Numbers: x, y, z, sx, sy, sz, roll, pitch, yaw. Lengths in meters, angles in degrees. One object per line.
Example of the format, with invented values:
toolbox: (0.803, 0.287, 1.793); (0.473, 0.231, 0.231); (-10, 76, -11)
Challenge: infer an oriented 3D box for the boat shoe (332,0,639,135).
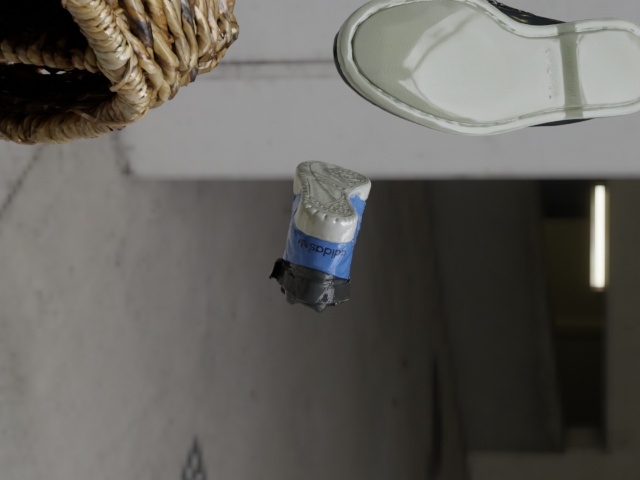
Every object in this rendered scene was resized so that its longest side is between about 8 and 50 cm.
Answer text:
boat shoe: (0.140, -0.156, 1.461); (0.113, 0.340, 0.127); (-1, -85, 58)

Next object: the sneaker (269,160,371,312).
sneaker: (-0.001, 0.000, 1.156); (0.152, 0.058, 0.084); (-87, -168, -71)

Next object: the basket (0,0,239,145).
basket: (-0.224, -0.147, 0.939); (0.223, 0.299, 0.213); (-46, 140, -54)

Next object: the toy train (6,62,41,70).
toy train: (-0.250, -0.232, 1.446); (0.143, 0.105, 0.248); (-56, -175, -10)
